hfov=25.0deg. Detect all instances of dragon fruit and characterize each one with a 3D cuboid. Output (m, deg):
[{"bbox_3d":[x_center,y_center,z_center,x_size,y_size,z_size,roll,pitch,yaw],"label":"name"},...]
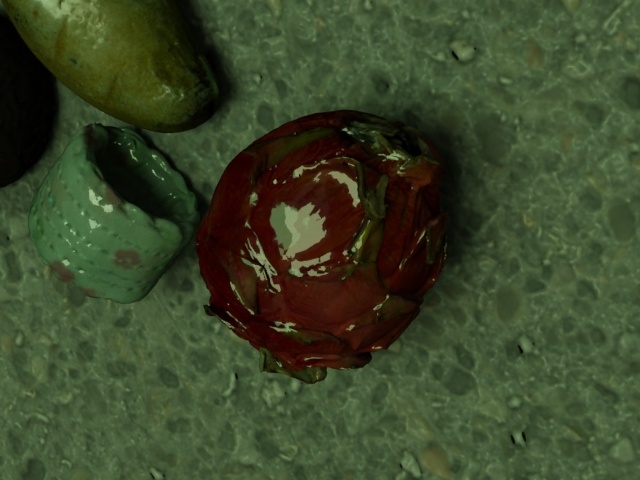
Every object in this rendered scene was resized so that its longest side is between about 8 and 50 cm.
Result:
[{"bbox_3d":[0.000,0.000,1.615,0.277,0.277,0.343,28,116,19],"label":"dragon fruit"}]

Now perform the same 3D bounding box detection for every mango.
[{"bbox_3d":[-0.259,-0.266,1.750,0.176,0.175,0.329,-16,115,52],"label":"mango"}]

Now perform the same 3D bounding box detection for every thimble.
[{"bbox_3d":[-0.262,-0.039,1.797,0.149,0.185,0.211,-49,45,27],"label":"thimble"}]

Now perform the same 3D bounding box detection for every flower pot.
[{"bbox_3d":[-0.510,-0.149,1.820,0.266,0.267,0.267,8,116,18],"label":"flower pot"}]
